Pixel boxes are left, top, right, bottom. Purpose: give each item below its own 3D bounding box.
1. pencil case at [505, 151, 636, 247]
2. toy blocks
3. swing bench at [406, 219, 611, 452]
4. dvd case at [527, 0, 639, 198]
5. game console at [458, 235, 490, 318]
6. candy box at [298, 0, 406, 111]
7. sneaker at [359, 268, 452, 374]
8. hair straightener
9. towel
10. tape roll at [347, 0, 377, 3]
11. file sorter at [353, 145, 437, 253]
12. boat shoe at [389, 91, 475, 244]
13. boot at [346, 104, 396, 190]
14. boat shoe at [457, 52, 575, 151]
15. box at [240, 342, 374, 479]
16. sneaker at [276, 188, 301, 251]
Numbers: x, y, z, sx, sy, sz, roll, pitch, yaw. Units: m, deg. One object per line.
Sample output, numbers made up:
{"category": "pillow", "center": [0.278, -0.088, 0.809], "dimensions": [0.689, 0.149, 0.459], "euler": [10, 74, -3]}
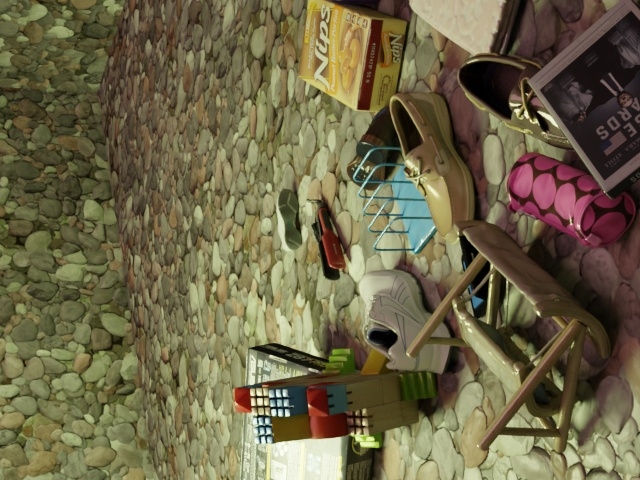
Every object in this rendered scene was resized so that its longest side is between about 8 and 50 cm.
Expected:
{"category": "pencil case", "center": [0.351, -0.055, 1.527], "dimensions": [0.098, 0.095, 0.209], "euler": [-51, 27, -1]}
{"category": "toy blocks", "center": [-0.014, 0.307, 1.972], "dimensions": [0.381, 0.261, 0.190], "euler": [-9, 86, 44]}
{"category": "swing bench", "center": [0.285, 0.138, 1.591], "dimensions": [0.253, 0.165, 0.254], "euler": [55, 132, 53]}
{"category": "dvd case", "center": [0.395, -0.192, 1.406], "dimensions": [0.179, 0.030, 0.238], "euler": [-41, 45, 20]}
{"category": "game console", "center": [0.247, 0.057, 1.779], "dimensions": [0.071, 0.107, 0.122], "euler": [-27, 60, 32]}
{"category": "candy box", "center": [0.058, -0.386, 2.180], "dimensions": [0.316, 0.088, 0.182], "euler": [-139, 54, -59]}
{"category": "sneaker", "center": [0.131, 0.139, 1.964], "dimensions": [0.297, 0.129, 0.111], "euler": [-129, 43, -56]}
{"category": "hair straightener", "center": [0.000, 0.000, 2.351], "dimensions": [0.089, 0.047, 0.230], "euler": [115, 146, -42]}
{"category": "towel", "center": [0.260, -0.499, 1.780], "dimensions": [0.317, 0.053, 0.331], "euler": [-126, 43, -52]}
{"category": "tape roll", "center": [0.077, -0.576, 2.154], "dimensions": [0.189, 0.080, 0.189], "euler": [-179, 90, -65]}
{"category": "file sorter", "center": [0.140, -0.078, 1.977], "dimensions": [0.118, 0.105, 0.170], "euler": [123, 140, -49]}
{"category": "boat shoe", "center": [0.189, -0.129, 1.873], "dimensions": [0.109, 0.098, 0.302], "euler": [130, 135, -54]}
{"category": "boot", "center": [0.113, -0.178, 2.104], "dimensions": [0.106, 0.082, 0.219], "euler": [-59, -4, -20]}
{"category": "boat shoe", "center": [0.318, -0.210, 1.591], "dimensions": [0.324, 0.097, 0.116], "euler": [-134, 50, -57]}
{"category": "box", "center": [-0.034, 0.440, 2.242], "dimensions": [0.318, 0.097, 0.394], "euler": [11, 101, 45]}
{"category": "sneaker", "center": [-0.083, -0.046, 2.531], "dimensions": [0.061, 0.054, 0.152], "euler": [152, 115, -66]}
